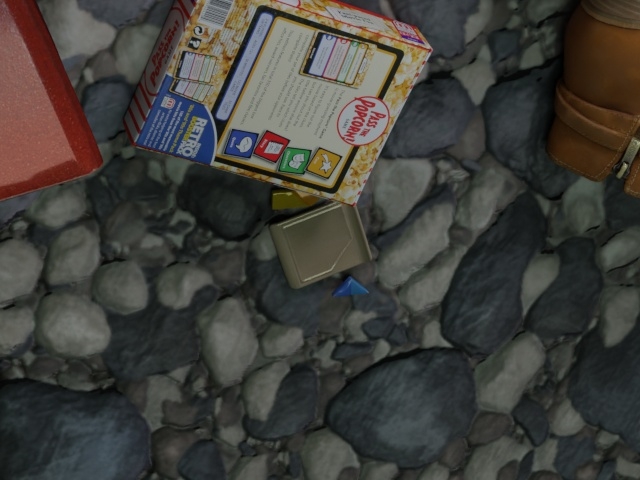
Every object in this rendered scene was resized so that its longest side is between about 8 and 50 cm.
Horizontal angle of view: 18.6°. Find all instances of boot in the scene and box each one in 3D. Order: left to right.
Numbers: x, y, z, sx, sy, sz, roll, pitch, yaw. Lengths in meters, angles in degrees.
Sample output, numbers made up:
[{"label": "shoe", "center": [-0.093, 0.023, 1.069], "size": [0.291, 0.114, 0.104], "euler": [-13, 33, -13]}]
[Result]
[{"label": "boot", "center": [0.322, -0.110, 1.517], "size": [0.283, 0.109, 0.220], "euler": [18, 124, 3]}]

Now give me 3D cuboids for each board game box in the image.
[{"label": "board game box", "center": [-0.033, -0.117, 1.482], "size": [0.193, 0.045, 0.147], "euler": [16, 114, -26]}]

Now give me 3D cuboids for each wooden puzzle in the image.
[{"label": "wooden puzzle", "center": [0.000, 0.000, 1.586], "size": [0.078, 0.014, 0.116], "euler": [-13, 124, -5]}]

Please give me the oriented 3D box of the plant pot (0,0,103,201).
[{"label": "plant pot", "center": [-0.313, -0.152, 1.257], "size": [0.267, 0.267, 0.236], "euler": [-17, 112, -7]}]
